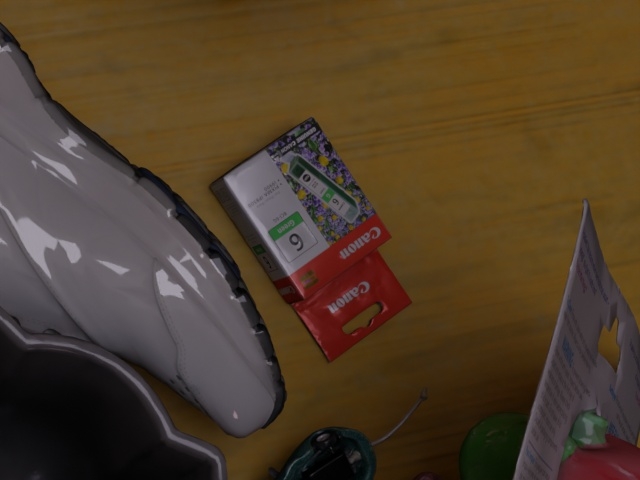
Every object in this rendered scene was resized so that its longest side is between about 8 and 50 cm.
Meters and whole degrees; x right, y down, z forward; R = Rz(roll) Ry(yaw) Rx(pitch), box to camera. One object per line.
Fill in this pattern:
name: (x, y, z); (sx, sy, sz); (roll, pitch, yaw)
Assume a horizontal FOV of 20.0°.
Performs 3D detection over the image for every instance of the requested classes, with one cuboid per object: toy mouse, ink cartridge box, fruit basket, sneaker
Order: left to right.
sneaker: (-0.140, -0.003, 0.884); (0.297, 0.111, 0.129); (43, 87, -5)
ink cartridge box: (0.000, 0.000, 0.958); (0.063, 0.029, 0.115); (-35, 95, -21)
toy mouse: (0.022, 0.140, 0.936); (0.161, 0.031, 0.143); (20, 89, -26)
fruit basket: (0.087, 0.190, 0.845); (0.165, 0.327, 0.353); (7, 76, 17)

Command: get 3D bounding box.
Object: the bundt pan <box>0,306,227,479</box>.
bundt pan: (-0.186, 0.198, 0.799); (0.330, 0.124, 0.331); (7, 71, -20)
